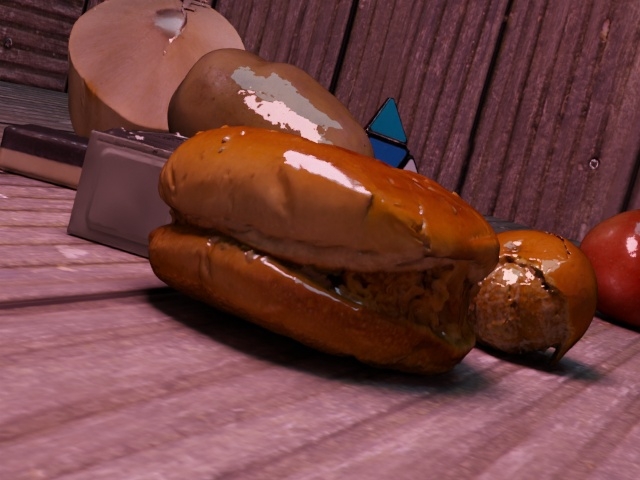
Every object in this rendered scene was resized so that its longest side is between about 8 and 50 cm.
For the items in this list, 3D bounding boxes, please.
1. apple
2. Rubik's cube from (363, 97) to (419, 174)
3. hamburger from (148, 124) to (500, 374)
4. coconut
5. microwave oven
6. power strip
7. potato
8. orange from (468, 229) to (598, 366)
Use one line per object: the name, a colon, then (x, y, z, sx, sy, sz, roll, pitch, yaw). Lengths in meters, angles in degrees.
apple: (0.462, 0.042, 1.656, 0.181, 0.181, 0.168, 11, -16, -29)
Rubik's cube: (0.034, -0.092, 1.857, 0.284, 0.250, 0.234, 11, -15, -30)
hamburger: (0.000, 0.000, 1.014, 0.314, 0.170, 0.290, 19, 1, 41)
coconut: (-0.279, -0.268, 1.919, 0.323, 0.323, 0.323, 15, 7, -2)
microwave oven: (-0.163, -0.052, 1.265, 0.162, 0.122, 0.208, 17, 7, 12)
power strip: (-0.308, -0.100, 1.581, 0.256, 0.070, 0.105, 14, 9, 4)
potato: (-0.065, -0.125, 1.587, 0.326, 0.221, 0.243, 38, -16, 14)
orange: (0.212, 0.060, 1.181, 0.156, 0.134, 0.156, -20, 26, 10)
